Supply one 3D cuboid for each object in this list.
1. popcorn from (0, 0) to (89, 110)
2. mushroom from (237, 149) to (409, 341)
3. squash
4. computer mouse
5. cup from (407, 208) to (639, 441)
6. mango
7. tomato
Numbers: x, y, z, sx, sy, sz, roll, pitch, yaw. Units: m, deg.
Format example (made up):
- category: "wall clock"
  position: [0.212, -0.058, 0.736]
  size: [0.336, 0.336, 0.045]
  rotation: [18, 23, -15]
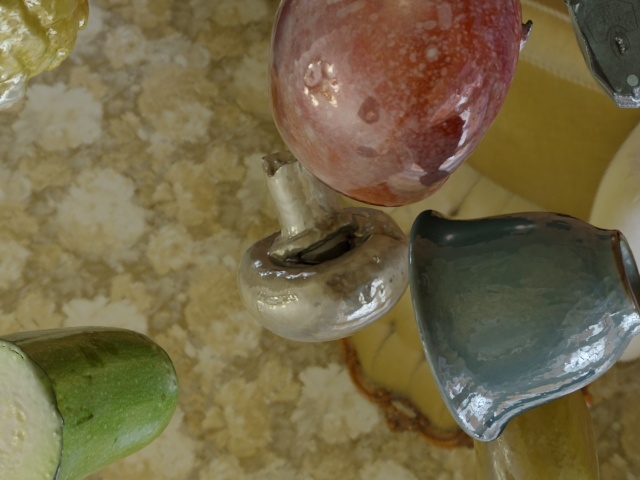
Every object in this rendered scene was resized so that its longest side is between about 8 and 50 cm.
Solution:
- category: "popcorn"
  position: [-0.467, -0.374, 1.254]
  size: [0.354, 0.390, 0.344]
  rotation: [-13, 125, 49]
- category: "mushroom"
  position: [0.000, 0.000, 1.468]
  size: [0.292, 0.292, 0.290]
  rotation: [17, 128, 51]
- category: "squash"
  position: [-0.143, 0.091, 0.537]
  size: [0.095, 0.095, 0.188]
  rotation: [45, -170, 10]
- category: "computer mouse"
  position: [0.477, -0.324, 1.523]
  size: [0.071, 0.126, 0.231]
  rotation: [107, 142, -87]
- category: "cup"
  position: [0.178, 0.049, 0.750]
  size: [0.150, 0.199, 0.199]
  rotation: [-18, 116, 24]
- category: "mango"
  position: [0.249, 0.218, 1.121]
  size: [0.195, 0.142, 0.332]
  rotation: [30, -131, -65]
- category: "tomato"
  position: [0.063, -0.172, 0.880]
  size: [0.227, 0.270, 0.270]
  rotation: [24, 155, -1]
